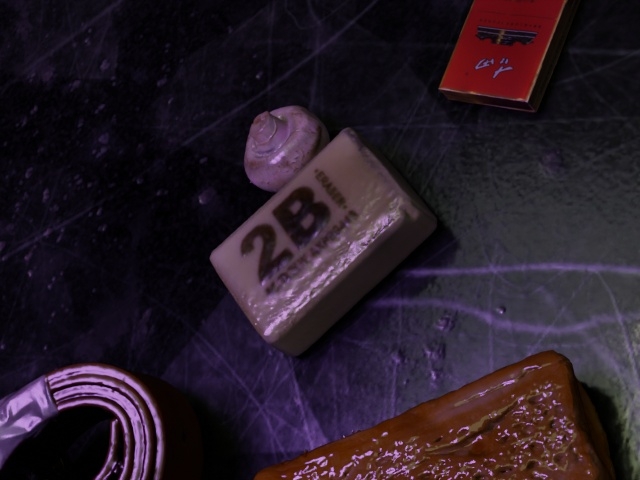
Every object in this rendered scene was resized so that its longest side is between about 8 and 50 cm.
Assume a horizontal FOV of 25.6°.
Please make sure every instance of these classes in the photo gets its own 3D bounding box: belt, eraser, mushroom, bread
[{"bbox_3d":[-0.216,0.218,1.166,0.184,0.105,0.261,44,95,16],"label":"belt"},{"bbox_3d":[0.000,0.000,1.189,0.172,0.058,0.117,-43,53,8],"label":"eraser"},{"bbox_3d":[-0.033,-0.083,1.242,0.083,0.067,0.084,-33,36,29],"label":"mushroom"},{"bbox_3d":[0.078,0.179,1.044,0.271,0.077,0.139,-26,53,18],"label":"bread"}]

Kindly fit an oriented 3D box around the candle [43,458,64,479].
[{"bbox_3d":[-0.296,0.223,1.276,0.130,0.052,0.052,-21,58,24],"label":"candle"}]

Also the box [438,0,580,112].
[{"bbox_3d":[0.164,-0.176,1.191,0.090,0.023,0.133,15,76,38],"label":"box"}]
